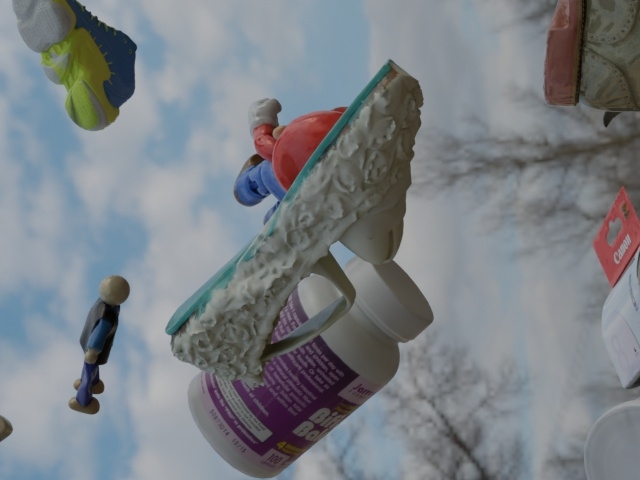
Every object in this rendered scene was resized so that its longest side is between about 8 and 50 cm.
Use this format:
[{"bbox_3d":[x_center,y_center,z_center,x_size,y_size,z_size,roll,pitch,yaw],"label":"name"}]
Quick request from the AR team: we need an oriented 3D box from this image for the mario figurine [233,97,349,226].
[{"bbox_3d":[0.001,-0.103,1.684,0.320,0.198,0.170,151,131,-68],"label":"mario figurine"}]

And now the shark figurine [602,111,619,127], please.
[{"bbox_3d":[0.496,-0.190,1.939,0.278,0.116,0.166,35,-153,-27],"label":"shark figurine"}]

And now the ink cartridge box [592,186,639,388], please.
[{"bbox_3d":[0.432,0.071,1.810,0.189,0.066,0.232,97,151,-62],"label":"ink cartridge box"}]

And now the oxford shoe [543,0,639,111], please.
[{"bbox_3d":[0.317,-0.290,1.275,0.397,0.146,0.140,86,-159,-52],"label":"oxford shoe"}]

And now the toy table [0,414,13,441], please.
[{"bbox_3d":[-0.505,0.238,1.485,0.161,0.274,0.252,52,-172,18],"label":"toy table"}]

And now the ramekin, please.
[{"bbox_3d":[0.586,0.372,2.109,0.127,0.273,0.273,-24,-72,-44],"label":"ramekin"}]

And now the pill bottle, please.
[{"bbox_3d":[-0.009,0.149,1.598,0.169,0.301,0.169,43,-164,-16],"label":"pill bottle"}]

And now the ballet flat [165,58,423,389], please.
[{"bbox_3d":[0.000,0.000,1.252,0.147,0.409,0.147,27,-145,-21],"label":"ballet flat"}]

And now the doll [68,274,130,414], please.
[{"bbox_3d":[-0.273,0.119,1.573,0.129,0.046,0.189,-90,16,-56],"label":"doll"}]

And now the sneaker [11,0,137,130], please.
[{"bbox_3d":[-0.322,-0.272,1.708,0.126,0.091,0.240,-45,-55,-45],"label":"sneaker"}]
